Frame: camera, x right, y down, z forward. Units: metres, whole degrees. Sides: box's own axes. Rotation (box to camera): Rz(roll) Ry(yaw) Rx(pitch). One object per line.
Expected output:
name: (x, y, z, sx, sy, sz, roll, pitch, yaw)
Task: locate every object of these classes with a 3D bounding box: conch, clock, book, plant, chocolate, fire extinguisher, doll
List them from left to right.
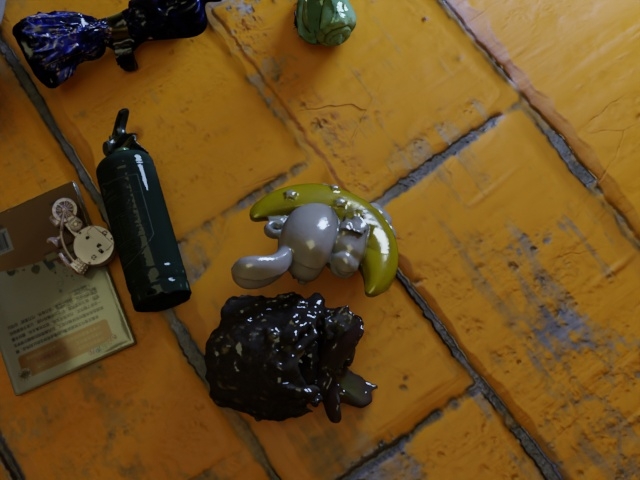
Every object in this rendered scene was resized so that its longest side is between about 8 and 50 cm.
book: (-0.442, 0.073, 1.357, 0.207, 0.020, 0.295, -23, 77, -2)
clock: (-0.387, -0.007, 1.340, 0.087, 0.041, 0.129, -41, 83, -9)
chocolate: (-0.323, -0.358, 1.405, 0.343, 0.126, 0.148, -19, 116, -3)
fire extinguisher: (-0.287, -0.048, 1.330, 0.095, 0.114, 0.311, -9, 72, -36)
plant: (-0.044, 0.174, 1.214, 0.234, 0.204, 0.178, 11, 47, 14)
conch: (-0.002, -0.389, 1.409, 0.105, 0.079, 0.170, -13, 61, -5)
doll: (0.000, 0.000, 1.258, 0.237, 0.111, 0.252, 16, 41, -7)

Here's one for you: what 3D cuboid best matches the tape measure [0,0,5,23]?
tape measure: (-0.675, -0.431, 1.435, 0.265, 0.130, 0.258, 14, 81, 1)
